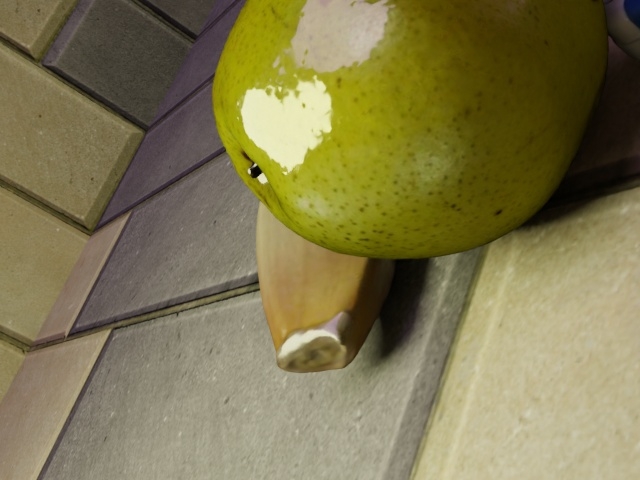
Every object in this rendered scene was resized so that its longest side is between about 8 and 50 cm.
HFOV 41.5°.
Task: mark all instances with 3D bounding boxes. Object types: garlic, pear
[{"bbox_3d":[0.008,-0.005,0.802,0.143,0.112,0.318,-25,32,17],"label":"garlic"},{"bbox_3d":[0.064,-0.115,0.632,0.294,0.294,0.294,-45,26,28],"label":"pear"}]

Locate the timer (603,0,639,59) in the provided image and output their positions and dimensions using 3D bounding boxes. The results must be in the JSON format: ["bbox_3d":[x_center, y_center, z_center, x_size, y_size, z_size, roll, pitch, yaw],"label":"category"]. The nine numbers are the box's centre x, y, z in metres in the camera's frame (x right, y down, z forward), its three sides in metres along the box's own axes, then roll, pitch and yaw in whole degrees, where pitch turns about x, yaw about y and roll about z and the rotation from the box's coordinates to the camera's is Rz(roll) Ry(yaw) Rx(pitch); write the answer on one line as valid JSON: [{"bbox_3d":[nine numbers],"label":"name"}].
[{"bbox_3d":[0.290,-0.264,0.605,0.178,0.078,0.254,-24,39,53],"label":"timer"}]
